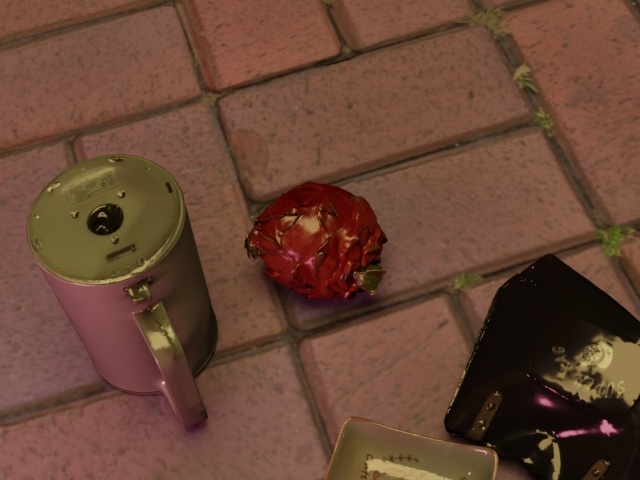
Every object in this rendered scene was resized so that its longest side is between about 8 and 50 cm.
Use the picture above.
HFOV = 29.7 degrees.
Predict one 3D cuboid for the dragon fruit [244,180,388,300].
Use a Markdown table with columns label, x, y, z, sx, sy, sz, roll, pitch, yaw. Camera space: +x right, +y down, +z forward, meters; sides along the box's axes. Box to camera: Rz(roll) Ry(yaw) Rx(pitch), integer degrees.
| label | x | y | z | sx | sy | sz | roll | pitch | yaw |
| --- | --- | --- | --- | --- | --- | --- | --- | --- | --- |
| dragon fruit | 0.000 | 0.000 | 1.755 | 0.209 | 0.172 | 0.172 | 19 | 58 | 1 |

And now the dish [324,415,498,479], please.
| label | x | y | z | sx | sy | sz | roll | pitch | yaw |
| --- | --- | --- | --- | --- | --- | --- | --- | --- | --- |
| dish | 0.114 | 0.328 | 1.569 | 0.212 | 0.077 | 0.151 | 11 | 55 | 13 |

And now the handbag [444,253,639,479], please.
| label | x | y | z | sx | sy | sz | roll | pitch | yaw |
| --- | --- | --- | --- | --- | --- | --- | --- | --- | --- |
| handbag | 0.340 | 0.204 | 1.603 | 0.342 | 0.152 | 0.288 | 31 | 75 | 25 |

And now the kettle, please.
| label | x | y | z | sx | sy | sz | roll | pitch | yaw |
| --- | --- | --- | --- | --- | --- | --- | --- | --- | --- |
| kettle | -0.236 | 0.070 | 1.636 | 0.265 | 0.318 | 0.205 | 27 | 61 | 21 |
